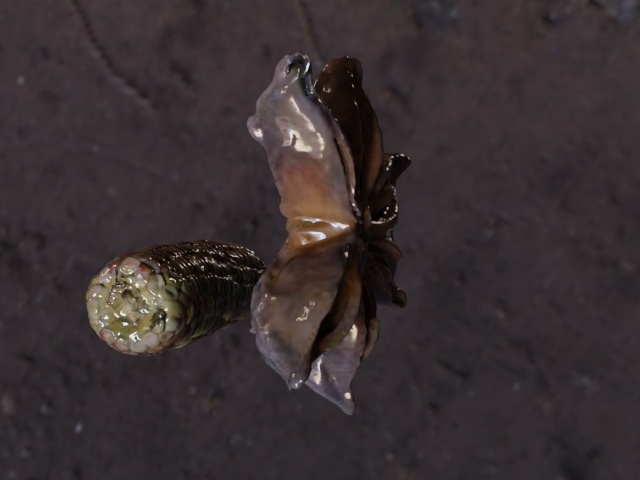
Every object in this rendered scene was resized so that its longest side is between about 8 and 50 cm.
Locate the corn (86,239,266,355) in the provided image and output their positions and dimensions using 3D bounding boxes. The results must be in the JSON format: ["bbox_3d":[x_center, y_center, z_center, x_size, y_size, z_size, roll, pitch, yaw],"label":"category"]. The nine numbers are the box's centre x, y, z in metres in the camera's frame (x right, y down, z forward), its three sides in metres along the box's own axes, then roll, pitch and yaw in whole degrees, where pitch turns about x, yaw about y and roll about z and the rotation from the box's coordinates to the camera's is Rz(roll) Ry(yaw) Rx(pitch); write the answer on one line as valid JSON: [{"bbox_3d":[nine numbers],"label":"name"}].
[{"bbox_3d":[-0.109,0.040,1.544,0.086,0.086,0.253,35,14,11],"label":"corn"}]

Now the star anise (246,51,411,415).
[{"bbox_3d":[0.007,-0.002,1.115,0.063,0.208,0.172,-1,-1,23],"label":"star anise"}]
